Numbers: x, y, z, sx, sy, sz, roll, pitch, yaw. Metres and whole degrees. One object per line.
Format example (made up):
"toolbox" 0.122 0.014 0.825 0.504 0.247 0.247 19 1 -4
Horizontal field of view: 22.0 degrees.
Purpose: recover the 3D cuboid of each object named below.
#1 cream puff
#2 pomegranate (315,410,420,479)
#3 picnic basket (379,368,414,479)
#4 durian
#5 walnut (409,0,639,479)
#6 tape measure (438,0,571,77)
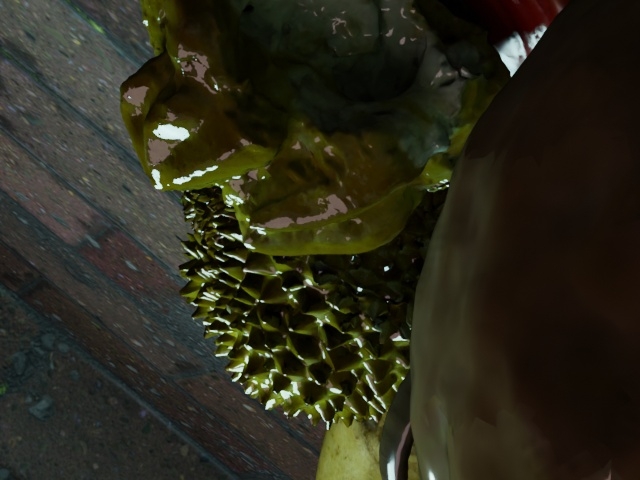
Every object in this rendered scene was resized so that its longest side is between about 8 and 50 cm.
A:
"cream puff" -0.024 -0.089 0.930 0.221 0.194 0.195 44 160 -6
"pomegranate" 0.129 0.203 1.536 0.281 0.281 0.281 32 160 13
"picnic basket" 0.194 0.132 1.117 0.337 0.293 0.337 43 -168 -12
"durian" 0.011 -0.003 1.302 0.293 0.258 0.258 62 168 19
"walnut" 0.211 0.054 0.700 0.381 0.381 0.381 32 160 13
"tape measure" 0.075 -0.168 0.994 0.253 0.114 0.260 25 157 30
